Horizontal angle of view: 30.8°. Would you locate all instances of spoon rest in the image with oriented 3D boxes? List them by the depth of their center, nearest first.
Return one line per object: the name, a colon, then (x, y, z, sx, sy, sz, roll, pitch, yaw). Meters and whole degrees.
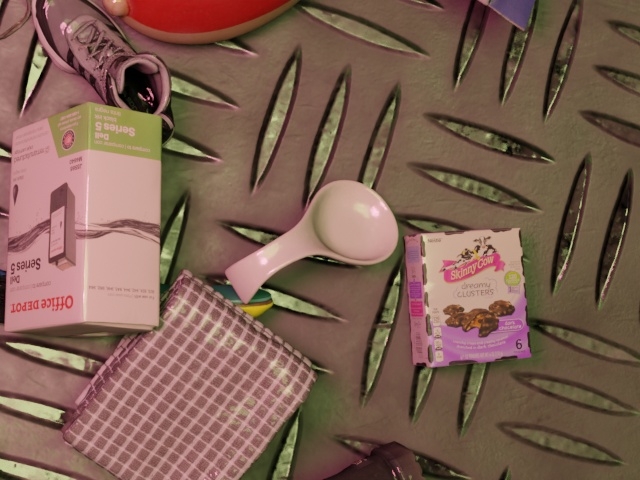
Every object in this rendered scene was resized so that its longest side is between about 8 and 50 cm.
spoon rest: (0.000, 0.000, 1.618, 0.276, 0.084, 0.137, -28, 79, -34)

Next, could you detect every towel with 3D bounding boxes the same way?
towel: (-0.174, 0.215, 1.521, 0.235, 0.121, 0.283, 37, 93, -15)

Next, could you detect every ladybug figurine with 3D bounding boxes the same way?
ladybug figurine: (-0.119, -0.454, 1.597, 0.305, 0.162, 0.449, 47, 73, -11)

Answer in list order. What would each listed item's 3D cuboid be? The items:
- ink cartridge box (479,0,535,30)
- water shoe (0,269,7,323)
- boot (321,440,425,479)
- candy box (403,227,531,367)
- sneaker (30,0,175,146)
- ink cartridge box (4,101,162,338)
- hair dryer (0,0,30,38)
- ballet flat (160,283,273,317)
ink cartridge box: (0.230, -0.508, 1.720, 0.307, 0.072, 0.303, 29, 58, -11)
water shoe: (-0.450, 0.066, 1.505, 0.203, 0.080, 0.072, 11, 83, -16)
boot: (-0.029, 0.520, 1.568, 0.445, 0.146, 0.367, -20, 84, -20)
candy box: (0.217, 0.083, 1.716, 0.165, 0.070, 0.196, -4, 88, -17)
sneaker: (-0.279, -0.243, 1.542, 0.101, 0.153, 0.268, -40, 98, -16)
ink cartridge box: (-0.301, -0.018, 1.474, 0.115, 0.198, 0.272, 8, 77, -42)
hair dryer: (-0.543, -0.353, 1.506, 0.294, 0.080, 0.223, -18, 92, -17)
ballet flat: (-0.182, 0.098, 1.598, 0.231, 0.077, 0.077, 5, 106, -14)
